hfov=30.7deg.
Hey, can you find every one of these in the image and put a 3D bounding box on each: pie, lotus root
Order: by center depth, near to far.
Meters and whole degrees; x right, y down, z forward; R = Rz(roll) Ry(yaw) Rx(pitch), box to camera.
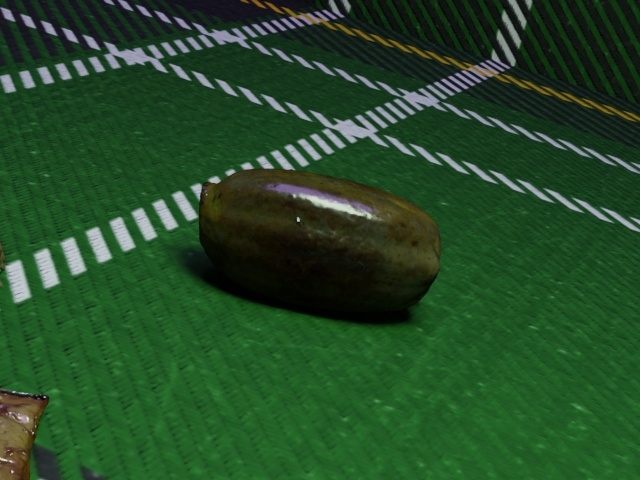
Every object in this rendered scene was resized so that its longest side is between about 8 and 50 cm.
[{"bbox_3d":[-0.223,0.140,0.754,0.092,0.034,0.170,11,22,-16],"label":"pie"},{"bbox_3d":[0.000,0.000,1.110,0.241,0.124,0.123,11,11,-7],"label":"lotus root"}]

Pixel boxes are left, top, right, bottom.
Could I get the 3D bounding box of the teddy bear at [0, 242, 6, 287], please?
[{"bbox_3d":[-0.372,0.002,0.855,0.256,0.156,0.267,8,23,-9],"label":"teddy bear"}]
